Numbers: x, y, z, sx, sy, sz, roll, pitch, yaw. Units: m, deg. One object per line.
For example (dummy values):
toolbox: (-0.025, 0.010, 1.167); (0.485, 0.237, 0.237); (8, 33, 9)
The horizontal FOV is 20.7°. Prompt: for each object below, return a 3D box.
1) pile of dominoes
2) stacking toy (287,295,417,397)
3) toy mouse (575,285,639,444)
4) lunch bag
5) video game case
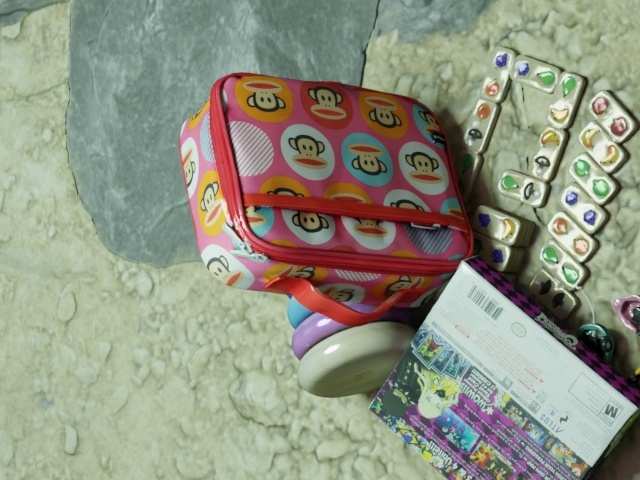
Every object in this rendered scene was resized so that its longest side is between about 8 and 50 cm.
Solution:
pile of dominoes: (0.213, -0.061, 1.832); (0.196, 0.040, 0.251); (24, 100, 36)
stacking toy: (0.000, 0.000, 1.935); (0.141, 0.141, 0.330); (-33, 63, 30)
toy mouse: (0.304, 0.098, 1.749); (0.143, 0.031, 0.161); (52, 124, 26)
lunch bag: (0.008, -0.034, 1.807); (0.120, 0.293, 0.258); (-46, 48, 48)
video game case: (0.186, 0.166, 1.783); (0.232, 0.042, 0.210); (40, 119, 19)
